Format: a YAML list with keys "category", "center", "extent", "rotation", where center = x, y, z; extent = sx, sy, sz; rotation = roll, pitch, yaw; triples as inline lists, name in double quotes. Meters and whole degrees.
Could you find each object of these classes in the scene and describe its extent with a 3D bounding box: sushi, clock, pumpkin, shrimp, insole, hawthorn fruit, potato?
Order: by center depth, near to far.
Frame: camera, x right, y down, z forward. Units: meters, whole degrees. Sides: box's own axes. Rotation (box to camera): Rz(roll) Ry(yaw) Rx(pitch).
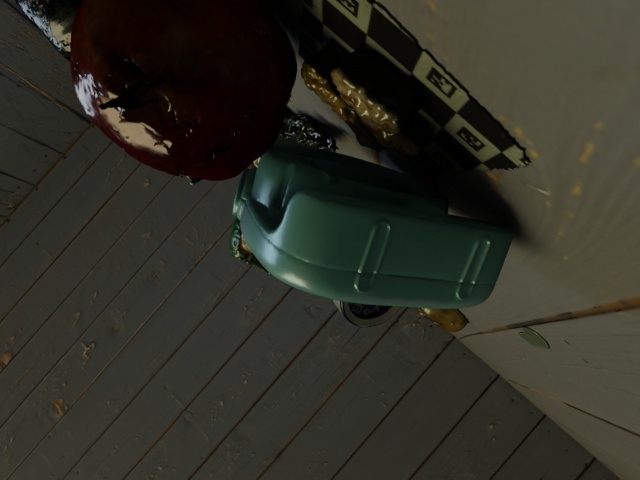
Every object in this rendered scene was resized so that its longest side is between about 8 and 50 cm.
- category: "hawthorn fruit"
  center: [-0.105, -0.126, 0.388]
  extent: [0.181, 0.181, 0.235]
  rotation: [42, -163, -14]
- category: "sushi"
  center: [0.040, -0.103, 0.397]
  extent: [0.192, 0.040, 0.210]
  rotation: [42, 179, -8]
- category: "clock"
  center: [0.027, -0.031, 0.500]
  extent: [0.223, 0.094, 0.274]
  rotation: [7, -160, -30]
- category: "shrimp"
  center: [-0.070, -0.189, 0.695]
  extent: [0.198, 0.051, 0.262]
  rotation: [42, -178, -29]
- category: "pumpkin"
  center: [-0.364, -0.370, 0.789]
  extent: [0.233, 0.163, 0.233]
  rotation: [49, -177, -3]
- category: "insole"
  center: [0.367, 0.170, 0.864]
  extent: [0.053, 0.002, 0.152]
  rotation: [41, 179, 16]
- category: "potato"
  center: [0.337, 0.204, 1.439]
  extent: [0.200, 0.081, 0.164]
  rotation: [39, 180, -35]
- category: "clock"
  center: [0.150, 0.141, 1.480]
  extent: [0.230, 0.230, 0.083]
  rotation: [42, -177, -34]

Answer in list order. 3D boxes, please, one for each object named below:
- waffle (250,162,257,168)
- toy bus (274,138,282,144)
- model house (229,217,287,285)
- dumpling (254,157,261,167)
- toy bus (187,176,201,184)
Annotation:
- category: "waffle"
  center: [-0.168, -0.235, 1.293]
  extent: [0.327, 0.098, 0.224]
  rotation: [43, 179, 34]
- category: "toy bus"
  center: [-0.096, -0.199, 0.923]
  extent: [0.192, 0.065, 0.077]
  rotation: [42, -174, -2]
- category: "model house"
  center: [0.000, 0.000, 1.128]
  extent: [0.325, 0.194, 0.267]
  rotation: [5, 161, 39]
- category: "dumpling"
  center: [-0.147, -0.230, 1.047]
  extent: [0.176, 0.092, 0.150]
  rotation: [37, -165, -26]
- category: "toy bus"
  center: [-0.293, -0.282, 1.082]
  extent: [0.276, 0.133, 0.165]
  rotation: [59, -166, -23]
